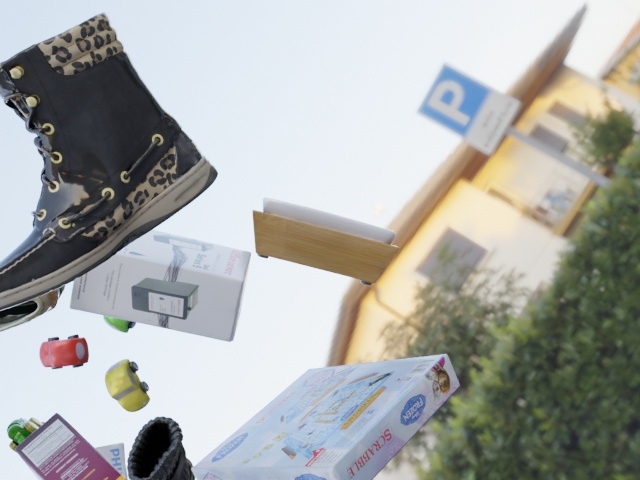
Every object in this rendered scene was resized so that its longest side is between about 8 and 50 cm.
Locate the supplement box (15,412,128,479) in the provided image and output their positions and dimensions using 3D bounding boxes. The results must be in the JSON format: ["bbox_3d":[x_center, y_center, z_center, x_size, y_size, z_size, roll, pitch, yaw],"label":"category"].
[{"bbox_3d":[-0.337,0.343,1.328,0.081,0.188,0.104,-42,-44,-24],"label":"supplement box"}]

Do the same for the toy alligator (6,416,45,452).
[{"bbox_3d":[-0.562,0.357,1.769,0.056,0.051,0.190,-52,7,-5],"label":"toy alligator"}]

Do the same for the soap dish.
[{"bbox_3d":[0.000,0.000,1.881,0.229,0.291,0.118,-144,68,-87],"label":"soap dish"}]

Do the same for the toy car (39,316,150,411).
[{"bbox_3d":[-0.392,0.177,1.719,0.225,0.239,0.053,-65,-11,4],"label":"toy car"}]

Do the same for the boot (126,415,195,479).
[{"bbox_3d":[-0.365,0.606,2.148,0.260,0.131,0.348,89,176,-56],"label":"boot"}]

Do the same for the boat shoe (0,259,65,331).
[{"bbox_3d":[-0.559,0.094,1.459,0.103,0.302,0.113,-89,-14,-68],"label":"boat shoe"}]

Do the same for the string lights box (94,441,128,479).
[{"bbox_3d":[-0.398,0.451,1.688,0.077,0.133,0.259,-6,-17,-22],"label":"string lights box"}]

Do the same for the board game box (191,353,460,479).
[{"bbox_3d":[0.009,0.296,1.481,0.318,0.066,0.319,-13,15,44],"label":"board game box"}]

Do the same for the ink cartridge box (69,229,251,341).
[{"bbox_3d":[-0.264,0.065,1.596,0.198,0.273,0.114,-92,14,-75],"label":"ink cartridge box"}]

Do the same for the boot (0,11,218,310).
[{"bbox_3d":[-0.353,-0.103,1.236,0.377,0.284,0.138,-34,16,-17],"label":"boot"}]
